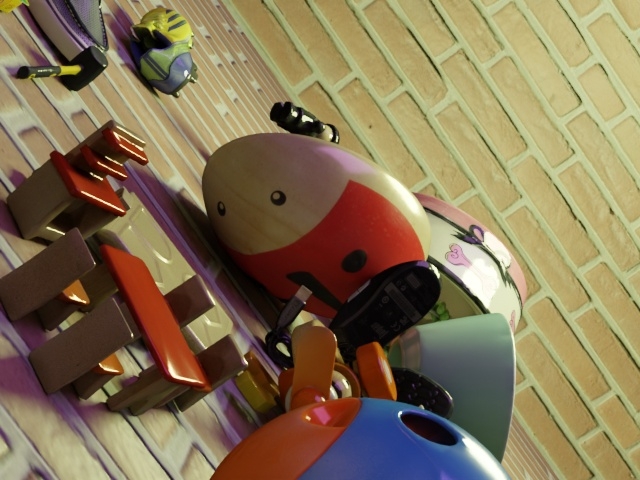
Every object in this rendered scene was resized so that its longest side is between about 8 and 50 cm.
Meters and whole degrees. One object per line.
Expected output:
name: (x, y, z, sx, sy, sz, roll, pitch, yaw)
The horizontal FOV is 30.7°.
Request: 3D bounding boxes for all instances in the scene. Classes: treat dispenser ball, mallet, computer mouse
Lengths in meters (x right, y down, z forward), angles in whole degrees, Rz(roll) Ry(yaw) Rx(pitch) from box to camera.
treat dispenser ball: (0.031, 0.268, 0.911, 0.288, 0.288, 0.288, 53, 10, -13)
mallet: (-0.326, -0.222, 1.485, 0.039, 0.062, 0.189, 54, 10, 0)
computer mouse: (0.038, 0.099, 1.668, 0.184, 0.262, 0.060, 41, 4, -31)

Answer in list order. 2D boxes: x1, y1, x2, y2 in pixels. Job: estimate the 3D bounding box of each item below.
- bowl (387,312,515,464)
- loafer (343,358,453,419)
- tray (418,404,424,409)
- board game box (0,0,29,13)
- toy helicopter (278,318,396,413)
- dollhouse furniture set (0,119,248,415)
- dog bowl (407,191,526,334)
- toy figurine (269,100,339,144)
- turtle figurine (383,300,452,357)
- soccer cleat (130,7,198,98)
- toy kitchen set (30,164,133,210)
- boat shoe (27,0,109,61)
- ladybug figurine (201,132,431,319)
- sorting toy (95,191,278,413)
bowl: (0.187, 0.256, 1.854, 0.163, 0.312, 0.311, 10, 20, -7)
loafer: (0.100, 0.225, 1.733, 0.223, 0.076, 0.078, 12, -19, 30)
tray: (0.109, 0.316, 1.389, 0.030, 0.145, 0.270, 11, 18, -6)
board game box: (-0.453, -0.362, 1.418, 0.124, 0.039, 0.259, 59, 13, 14)
toy helicopter: (0.024, 0.255, 1.399, 0.235, 0.140, 0.355, 59, 15, -58)
dollhouse furniture set: (-0.184, 0.029, 1.116, 0.259, 0.135, 0.262, 59, 10, 20)
dog bowl: (0.212, 0.076, 2.223, 0.408, 0.150, 0.408, 31, -25, 16)
toy figurine: (-0.048, -0.108, 2.013, 0.148, 0.209, 0.213, 28, 26, -46)
turtle figurine: (0.158, 0.199, 2.047, 0.275, 0.198, 0.266, 56, 14, 20)
soccer cleat: (-0.286, -0.356, 2.049, 0.121, 0.093, 0.289, 41, 16, -33)
toy kitchen set: (-0.254, -0.058, 1.246, 0.083, 0.075, 0.068, 56, 8, -20)
boat shoe: (-0.348, -0.400, 1.682, 0.341, 0.158, 0.127, 60, 11, 26)
ladybug figurine: (0.000, 0.000, 1.755, 0.449, 0.305, 0.162, 36, 50, -46)
sorting toy: (-0.155, 0.091, 1.369, 0.307, 0.041, 0.229, 54, 6, -11)
